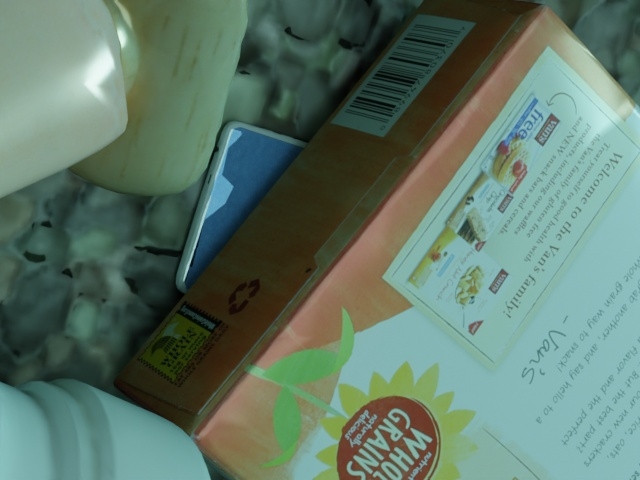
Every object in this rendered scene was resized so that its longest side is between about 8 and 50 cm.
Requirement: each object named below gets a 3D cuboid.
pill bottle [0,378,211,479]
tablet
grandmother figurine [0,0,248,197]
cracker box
[{"bbox_3d":[-0.173,0.055,0.414,0.278,0.162,0.162,25,88,-26],"label":"pill bottle"},{"bbox_3d":[0.000,0.000,0.569,0.083,0.006,0.054,17,92,-27],"label":"tablet"},{"bbox_3d":[-0.171,-0.001,0.278,0.342,0.208,0.104,-23,149,-37],"label":"grandmother figurine"},{"bbox_3d":[0.074,0.057,0.574,0.232,0.067,0.155,44,80,-27],"label":"cracker box"}]
